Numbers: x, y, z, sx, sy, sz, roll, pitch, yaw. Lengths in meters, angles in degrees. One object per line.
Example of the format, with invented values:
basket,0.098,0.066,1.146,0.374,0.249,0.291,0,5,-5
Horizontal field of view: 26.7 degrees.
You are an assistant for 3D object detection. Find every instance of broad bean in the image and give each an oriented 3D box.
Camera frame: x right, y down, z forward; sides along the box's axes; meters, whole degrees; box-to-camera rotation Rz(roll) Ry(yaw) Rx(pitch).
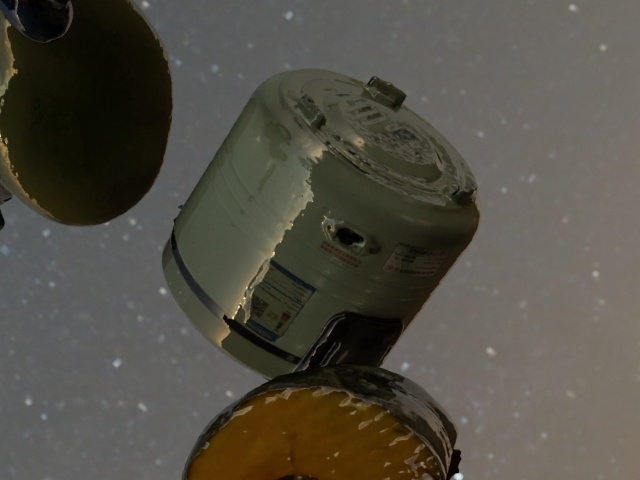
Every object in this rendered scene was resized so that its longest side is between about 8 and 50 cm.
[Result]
broad bean,-0.236,-0.145,1.300,0.189,0.121,0.263,-11,-68,-19

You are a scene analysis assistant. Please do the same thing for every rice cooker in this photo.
rice cooker,0.000,0.000,1.096,0.226,0.226,0.244,-3,-46,-55

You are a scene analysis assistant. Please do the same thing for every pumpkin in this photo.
pumpkin,0.031,0.219,0.898,0.190,0.281,0.139,-29,-8,8

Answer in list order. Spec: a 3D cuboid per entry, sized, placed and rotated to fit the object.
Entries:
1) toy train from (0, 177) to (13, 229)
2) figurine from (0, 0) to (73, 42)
toy train,-0.423,-0.151,1.490,0.166,0.299,0.238,-18,-9,-4
figurine,-0.227,-0.295,0.934,0.283,0.204,0.338,-21,-50,-5
